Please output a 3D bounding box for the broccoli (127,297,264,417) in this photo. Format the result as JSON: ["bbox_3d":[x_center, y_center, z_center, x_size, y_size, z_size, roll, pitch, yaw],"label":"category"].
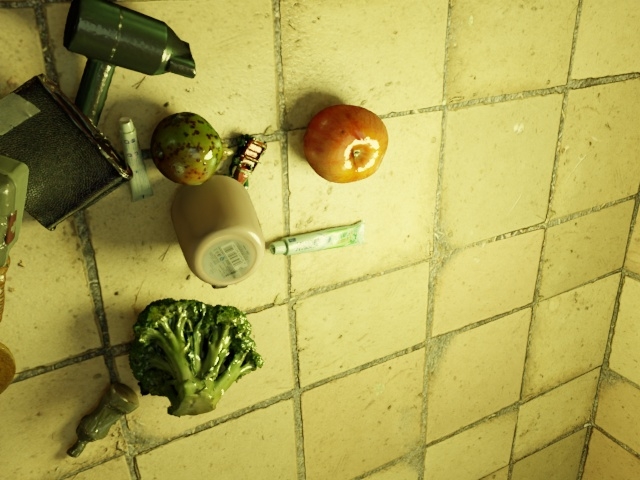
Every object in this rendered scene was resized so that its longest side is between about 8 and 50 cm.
[{"bbox_3d":[-0.298,0.273,1.422,0.321,0.283,0.303,-9,128,-8],"label":"broccoli"}]

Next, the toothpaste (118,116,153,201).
[{"bbox_3d":[-0.397,-0.167,1.281,0.052,0.033,0.218,-22,142,-22],"label":"toothpaste"}]

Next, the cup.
[{"bbox_3d":[-0.232,0.009,1.370,0.192,0.200,0.252,-4,127,-20],"label":"cup"}]

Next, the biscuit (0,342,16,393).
[{"bbox_3d":[-0.748,0.277,1.268,0.181,0.049,0.208,16,117,-45],"label":"biscuit"}]

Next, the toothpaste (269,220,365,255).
[{"bbox_3d":[0.000,0.000,1.625,0.297,0.048,0.074,-10,113,-31],"label":"toothpaste"}]

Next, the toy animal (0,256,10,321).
[{"bbox_3d":[-0.703,0.121,1.243,0.099,0.057,0.241,2,110,-32],"label":"toy animal"}]

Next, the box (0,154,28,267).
[{"bbox_3d":[-0.639,-0.058,1.122,0.148,0.129,0.210,17,116,-12],"label":"box"}]

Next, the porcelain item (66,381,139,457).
[{"bbox_3d":[-0.552,0.454,1.486,0.215,0.069,0.081,-46,132,1],"label":"porcelain item"}]

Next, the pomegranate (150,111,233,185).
[{"bbox_3d":[-0.275,-0.198,1.308,0.205,0.159,0.159,-11,120,-59],"label":"pomegranate"}]

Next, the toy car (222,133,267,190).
[{"bbox_3d":[-0.181,-0.179,1.425,0.073,0.054,0.143,20,101,-38],"label":"toy car"}]

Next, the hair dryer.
[{"bbox_3d":[-0.405,-0.312,1.214,0.244,0.116,0.302,12,116,-34],"label":"hair dryer"}]

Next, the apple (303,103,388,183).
[{"bbox_3d":[0.066,-0.235,1.482,0.210,0.164,0.209,-13,119,-24],"label":"apple"}]

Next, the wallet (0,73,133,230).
[{"bbox_3d":[-0.538,-0.167,1.180,0.221,0.071,0.262,-29,124,11],"label":"wallet"}]
